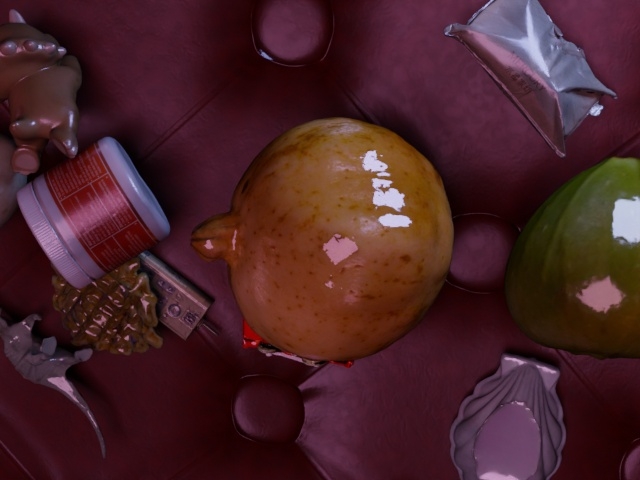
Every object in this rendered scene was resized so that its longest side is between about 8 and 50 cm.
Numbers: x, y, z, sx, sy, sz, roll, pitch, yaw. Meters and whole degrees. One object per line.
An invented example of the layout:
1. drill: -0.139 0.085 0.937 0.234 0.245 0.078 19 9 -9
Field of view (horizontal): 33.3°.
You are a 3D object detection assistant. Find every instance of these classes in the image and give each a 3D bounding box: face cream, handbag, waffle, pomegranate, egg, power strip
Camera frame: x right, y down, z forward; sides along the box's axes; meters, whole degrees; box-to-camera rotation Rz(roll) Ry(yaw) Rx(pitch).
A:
1. face cream: -0.381 -0.049 1.812 0.187 0.201 0.201 -32 97 -3
2. handbag: 0.333 -0.275 1.654 0.270 0.117 0.182 47 69 -4
3. waffle: -0.392 0.121 1.938 0.223 0.054 0.204 1 119 23
4. pomegranate: 0.000 0.000 1.660 0.410 0.410 0.410 3 106 12
5. egg: -0.624 -0.095 1.881 0.253 0.186 0.186 -38 95 22
6. power strip: -0.290 0.092 1.942 0.268 0.034 0.092 37 110 0

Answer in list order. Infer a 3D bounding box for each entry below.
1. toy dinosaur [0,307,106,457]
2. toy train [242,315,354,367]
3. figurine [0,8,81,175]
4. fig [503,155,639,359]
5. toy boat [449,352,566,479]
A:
1. toy dinosaur: -0.498 0.232 1.982 0.205 0.092 0.393 -18 115 45
2. toy train: -0.026 0.156 1.861 0.204 0.131 0.083 11 114 21
3. figurine: -0.500 -0.258 1.778 0.177 0.173 0.247 -15 58 33
4. fig: 0.437 0.025 1.641 0.316 0.316 0.316 3 106 12
5. toy boat: 0.325 0.340 1.845 0.199 0.100 0.290 13 110 8
